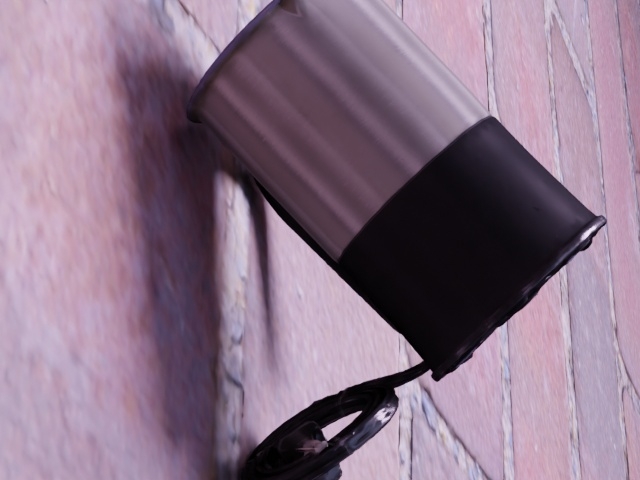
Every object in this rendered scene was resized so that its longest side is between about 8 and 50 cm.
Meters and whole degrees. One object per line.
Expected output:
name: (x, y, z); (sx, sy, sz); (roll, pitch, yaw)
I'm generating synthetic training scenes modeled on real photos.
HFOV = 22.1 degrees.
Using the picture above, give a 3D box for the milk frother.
milk frother: (0.000, 0.000, 0.584); (0.135, 0.129, 0.143); (46, 50, 8)
